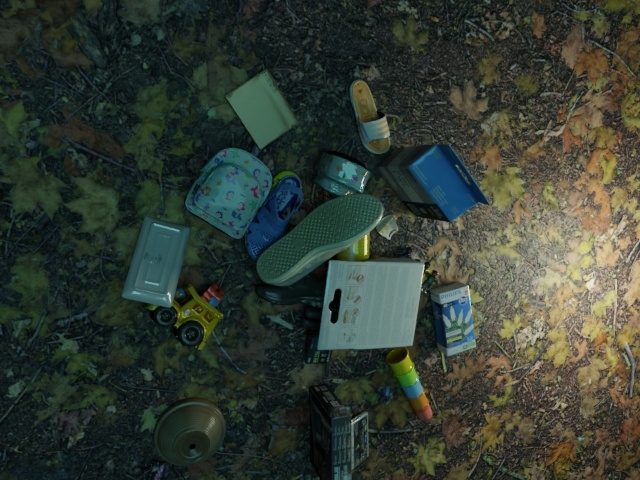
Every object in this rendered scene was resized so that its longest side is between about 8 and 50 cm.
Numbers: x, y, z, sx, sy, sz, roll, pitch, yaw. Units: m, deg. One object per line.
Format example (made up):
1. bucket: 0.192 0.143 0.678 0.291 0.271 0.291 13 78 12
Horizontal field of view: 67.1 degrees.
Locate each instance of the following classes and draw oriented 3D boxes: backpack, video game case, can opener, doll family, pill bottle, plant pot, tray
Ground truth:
1. backpack: 0.071 -0.216 1.590 0.166 0.188 0.144 24 89 -21
2. video game case: 0.123 0.766 1.819 0.173 0.022 0.190 -13 105 -48
3. can opener: 0.071 0.293 1.729 0.280 0.093 0.074 13 107 -21
4. backpack: -0.276 -0.158 1.492 0.225 0.191 0.253 34 82 -20
5. doll family: 0.357 0.105 1.805 0.193 0.076 0.111 34 92 -18
6. pill bottle: 0.112 0.016 1.681 0.119 0.119 0.208 -3 100 -18
7. plant pot: -0.431 0.659 1.608 0.237 0.110 0.237 -3 101 -18
8. tray: -0.490 0.058 1.459 0.145 0.030 0.270 16 63 -19

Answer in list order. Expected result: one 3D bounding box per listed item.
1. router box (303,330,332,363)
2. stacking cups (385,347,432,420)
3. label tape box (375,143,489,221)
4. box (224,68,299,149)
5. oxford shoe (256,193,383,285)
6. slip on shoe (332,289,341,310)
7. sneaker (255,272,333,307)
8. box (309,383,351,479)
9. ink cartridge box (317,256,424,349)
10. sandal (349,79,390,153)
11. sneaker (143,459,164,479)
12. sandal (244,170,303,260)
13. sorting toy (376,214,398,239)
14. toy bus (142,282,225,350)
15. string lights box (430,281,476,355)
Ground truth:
1. router box: -0.004 0.382 1.729 0.092 0.038 0.122 3 114 -19
2. stacking cups: 0.359 0.565 1.869 0.096 0.096 0.316 -32 108 -11
3. label tape box: 0.364 -0.188 1.610 0.115 0.347 0.249 -44 109 -7
4. box: -0.186 -0.422 1.558 0.164 0.021 0.201 -37 109 -10
5. oxford shoe: 0.000 0.000 1.554 0.449 0.130 0.169 -34 64 1
6. slip on shoe: 0.060 0.189 1.733 0.051 0.041 0.135 -5 100 -18
7. sneaker: -0.086 0.160 1.657 0.286 0.109 0.130 6 90 -29
8. box: 0.033 0.704 1.704 0.076 0.242 0.307 -4 101 -18
9. ink cartridge box: 0.164 0.213 1.657 0.385 0.091 0.308 3 99 -26
10. sandal: 0.171 -0.419 1.651 0.102 0.076 0.265 -28 107 -12
11. sneaker: -0.575 0.793 1.619 0.057 0.047 0.119 32 80 -14
12. sandal: -0.148 -0.077 1.569 0.126 0.138 0.317 21 93 -23
13. sorting toy: 0.247 -0.043 1.761 0.083 0.045 0.075 -47 117 -7
14. toy bus: -0.415 0.209 1.530 0.220 0.149 0.211 43 71 -17
15. string lights box: 0.518 0.304 1.890 0.133 0.077 0.260 -14 103 -15
